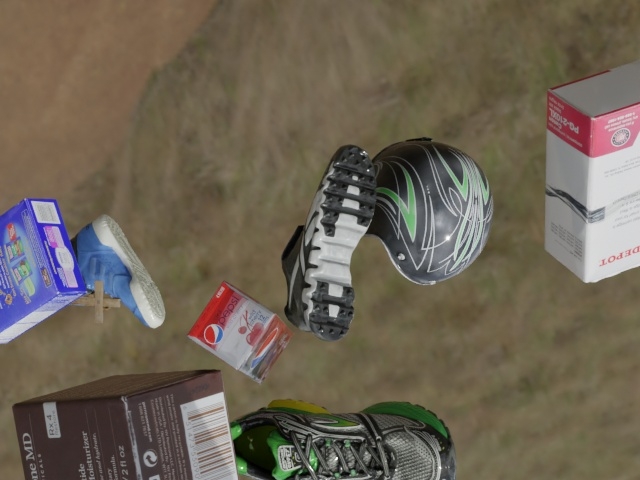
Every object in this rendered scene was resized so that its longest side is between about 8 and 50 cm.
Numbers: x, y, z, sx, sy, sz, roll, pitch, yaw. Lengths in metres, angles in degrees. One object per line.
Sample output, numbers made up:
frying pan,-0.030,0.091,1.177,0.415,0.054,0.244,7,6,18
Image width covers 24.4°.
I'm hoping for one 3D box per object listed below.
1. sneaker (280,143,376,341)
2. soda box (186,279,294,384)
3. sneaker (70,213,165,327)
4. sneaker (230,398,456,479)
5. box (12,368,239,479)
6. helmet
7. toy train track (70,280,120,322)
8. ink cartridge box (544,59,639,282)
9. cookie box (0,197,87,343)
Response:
sneaker,0.000,0.000,1.743,0.078,0.234,0.106,15,172,-35
soda box,-0.103,0.126,1.989,0.092,0.083,0.263,-57,172,-6
sneaker,-0.250,0.053,1.743,0.084,0.152,0.058,-35,168,11
sneaker,0.018,0.283,1.906,0.343,0.134,0.146,-3,-176,32
box,-0.229,0.253,1.765,0.203,0.168,0.167,-9,-178,39
helmet,0.136,-0.036,1.837,0.169,0.161,0.169,-17,123,-29
toy train track,-0.261,0.066,1.641,0.083,0.048,0.014,4,-170,8
ink cartridge box,0.374,-0.088,1.840,0.172,0.100,0.237,-19,126,-22
cookie box,-0.260,0.027,1.262,0.107,0.092,0.040,-30,162,29
